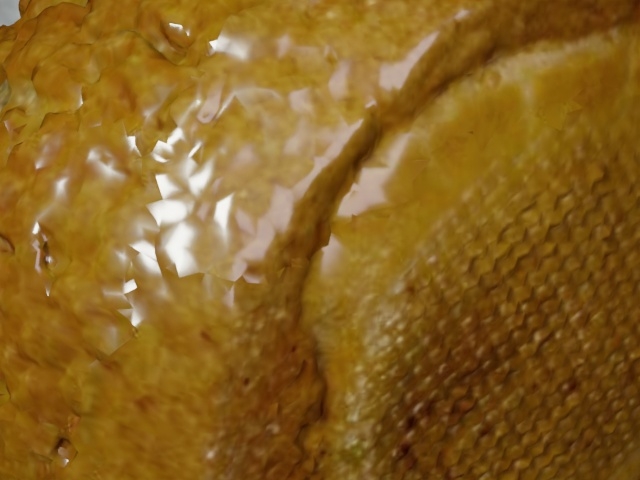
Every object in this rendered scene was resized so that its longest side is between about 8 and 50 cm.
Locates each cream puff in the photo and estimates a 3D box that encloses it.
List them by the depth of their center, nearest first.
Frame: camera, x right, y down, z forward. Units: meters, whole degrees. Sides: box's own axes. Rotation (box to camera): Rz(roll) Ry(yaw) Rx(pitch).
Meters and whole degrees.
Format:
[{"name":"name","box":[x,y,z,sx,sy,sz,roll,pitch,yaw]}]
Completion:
[{"name":"cream puff","box":[0.000,0.000,0.617,0.303,0.212,0.303,-25,131,-32]}]
